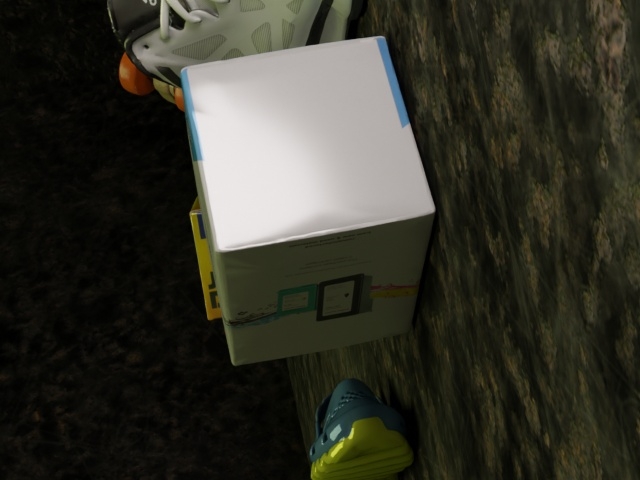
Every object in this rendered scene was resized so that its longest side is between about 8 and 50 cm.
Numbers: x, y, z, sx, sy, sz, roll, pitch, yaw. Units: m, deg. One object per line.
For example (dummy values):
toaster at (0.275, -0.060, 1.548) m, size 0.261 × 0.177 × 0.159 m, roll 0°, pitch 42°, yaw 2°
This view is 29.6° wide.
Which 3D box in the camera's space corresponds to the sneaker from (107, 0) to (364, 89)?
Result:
sneaker at (-0.097, -0.272, 1.254) m, size 0.447 × 0.258 × 0.169 m, roll 93°, pitch 166°, yaw -64°

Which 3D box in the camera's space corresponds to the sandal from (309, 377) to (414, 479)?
sandal at (0.040, 0.235, 1.498) m, size 0.317 × 0.126 × 0.138 m, roll 104°, pitch 160°, yaw -72°

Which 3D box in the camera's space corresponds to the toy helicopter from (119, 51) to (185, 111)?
toy helicopter at (-0.179, -0.380, 1.877) m, size 0.235 × 0.140 × 0.355 m, roll -32°, pitch -43°, yaw -52°

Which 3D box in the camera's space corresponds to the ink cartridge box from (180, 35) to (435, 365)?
ink cartridge box at (-0.016, -0.029, 1.185) m, size 0.270 × 0.197 × 0.198 m, roll 92°, pitch 166°, yaw -63°

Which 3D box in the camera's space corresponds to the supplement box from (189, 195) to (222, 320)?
supplement box at (-0.124, 0.008, 2.220) m, size 0.356 × 0.194 × 0.195 m, roll -116°, pitch 16°, yaw -82°
